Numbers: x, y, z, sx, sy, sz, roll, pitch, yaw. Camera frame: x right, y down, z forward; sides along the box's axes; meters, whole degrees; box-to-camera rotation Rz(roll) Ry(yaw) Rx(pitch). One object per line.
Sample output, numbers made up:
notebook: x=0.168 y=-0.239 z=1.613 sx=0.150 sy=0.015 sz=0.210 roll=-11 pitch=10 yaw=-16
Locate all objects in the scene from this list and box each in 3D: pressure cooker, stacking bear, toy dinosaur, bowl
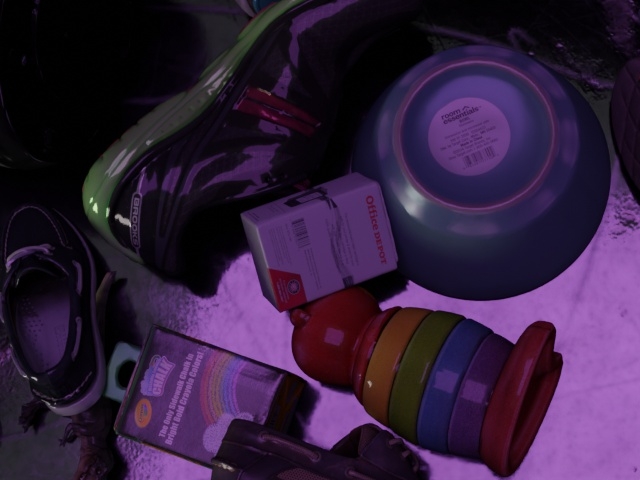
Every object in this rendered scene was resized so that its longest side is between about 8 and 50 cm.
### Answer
pressure cooker: x=-0.463 y=-0.294 z=1.456 sx=0.420 sy=0.370 sz=0.376 roll=12 pitch=108 yaw=13
stacking bear: x=0.103 y=0.138 z=1.403 sx=0.289 sy=0.175 sz=0.164 roll=19 pitch=74 yaw=22
toy dinosaur: x=-0.302 y=0.171 z=1.502 sx=0.118 sy=0.064 sz=0.268 roll=-3 pitch=73 yaw=5
bowl: x=0.180 y=-0.098 z=1.433 sx=0.311 sy=0.163 sz=0.312 roll=-2 pitch=78 yaw=7

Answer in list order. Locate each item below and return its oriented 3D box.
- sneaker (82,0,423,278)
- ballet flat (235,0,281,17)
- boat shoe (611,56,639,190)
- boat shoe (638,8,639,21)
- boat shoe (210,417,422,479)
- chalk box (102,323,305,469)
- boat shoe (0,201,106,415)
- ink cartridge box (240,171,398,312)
sneaker: x=-0.055 y=-0.141 z=1.490 sx=0.483 sy=0.185 sz=0.202 roll=-42 pitch=88 yaw=5
ballet flat: x=0.049 y=-0.425 z=1.551 sx=0.400 sy=0.139 sz=0.139 roll=-33 pitch=75 yaw=1
boat shoe: x=0.447 y=-0.076 z=1.424 sx=0.116 sy=0.123 sz=0.324 roll=-14 pitch=63 yaw=-29
boat shoe: x=0.493 y=-0.218 z=1.456 sx=0.258 sy=0.095 sz=0.084 roll=35 pitch=81 yaw=3
boat shoe: x=0.053 y=0.260 z=1.331 sx=0.355 sy=0.132 sz=0.130 roll=13 pitch=82 yaw=-22
chalk box: x=-0.145 y=0.181 z=1.437 sx=0.213 sy=0.132 sz=0.132 roll=19 pitch=82 yaw=13
boat shoe: x=-0.320 y=0.058 z=1.467 sx=0.114 sy=0.091 sz=0.302 roll=-27 pitch=54 yaw=-1
ink cartridge box: x=0.000 y=0.000 z=1.416 sx=0.150 sy=0.063 sz=0.109 roll=-20 pitch=111 yaw=-15
